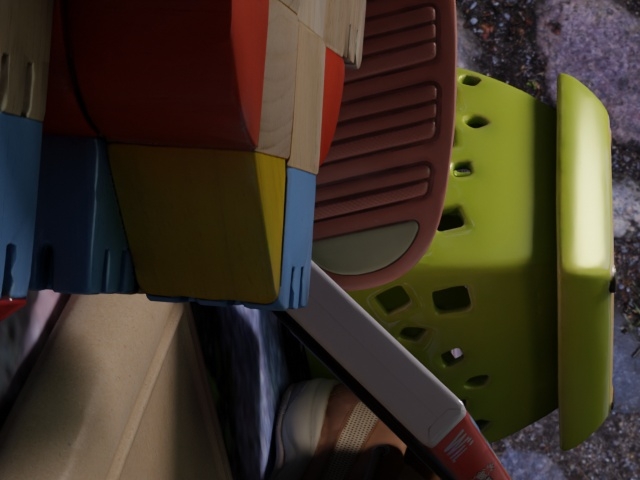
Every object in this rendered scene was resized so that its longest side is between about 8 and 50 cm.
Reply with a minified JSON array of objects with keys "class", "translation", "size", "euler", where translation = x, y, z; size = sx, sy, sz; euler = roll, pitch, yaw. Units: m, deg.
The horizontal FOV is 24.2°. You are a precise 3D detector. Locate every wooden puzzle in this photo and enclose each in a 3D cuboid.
[{"class":"wooden puzzle","translation":[-0.065,0.143,0.573],"size":[0.221,0.044,0.239],"euler":[-78,154,-63]}]

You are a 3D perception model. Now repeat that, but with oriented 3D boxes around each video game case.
[{"class":"video game case","translation":[0.016,0.058,0.751],"size":[0.204,0.025,0.285],"euler":[43,-4,24]}]

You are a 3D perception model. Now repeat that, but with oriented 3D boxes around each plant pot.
[{"class":"plant pot","translation":[0.104,0.015,1.063],"size":[0.227,0.207,0.228],"euler":[80,14,-46]}]

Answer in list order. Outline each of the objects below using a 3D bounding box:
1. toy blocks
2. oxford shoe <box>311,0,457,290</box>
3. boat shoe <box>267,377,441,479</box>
[{"class":"toy blocks","translation":[-0.054,-0.090,0.498],"size":[0.381,0.190,0.261],"euler":[3,91,-80]},{"class":"oxford shoe","translation":[0.000,-0.166,0.870],"size":[0.146,0.140,0.397],"euler":[51,30,-83]},{"class":"boat shoe","translation":[0.028,0.179,0.859],"size":[0.324,0.116,0.123],"euler":[-82,162,-58]}]
